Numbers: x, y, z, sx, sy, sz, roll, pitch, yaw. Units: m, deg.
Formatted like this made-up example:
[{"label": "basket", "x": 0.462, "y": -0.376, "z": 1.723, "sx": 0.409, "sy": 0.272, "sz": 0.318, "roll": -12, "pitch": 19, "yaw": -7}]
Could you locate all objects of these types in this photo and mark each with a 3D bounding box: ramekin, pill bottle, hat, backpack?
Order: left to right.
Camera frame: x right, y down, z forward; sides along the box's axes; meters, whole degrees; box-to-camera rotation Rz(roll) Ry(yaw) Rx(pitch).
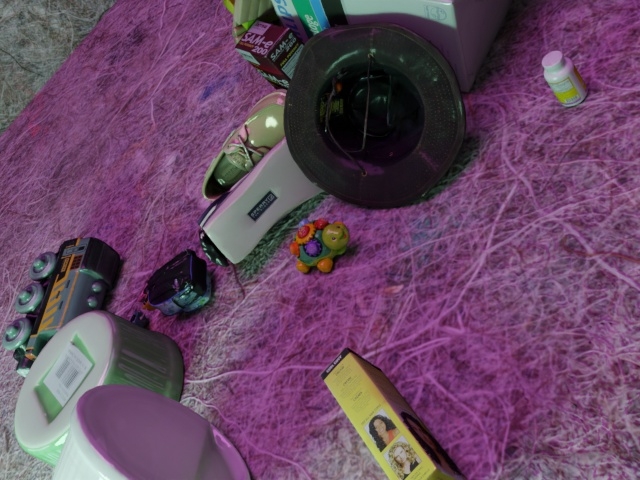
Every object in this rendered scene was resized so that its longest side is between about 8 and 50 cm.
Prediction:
[{"label": "ramekin", "x": -0.407, "y": 0.274, "z": 1.299, "sx": 0.303, "sy": 0.148, "sz": 0.303, "roll": -26, "pitch": 43, "yaw": 27}, {"label": "ramekin", "x": -0.243, "y": 0.332, "z": 1.010, "sx": 0.127, "sy": 0.273, "sz": 0.273, "roll": -59, "pitch": 37, "yaw": 7}, {"label": "backpack", "x": -0.266, "y": 0.089, "z": 1.370, "sx": 0.114, "sy": 0.084, "sz": 0.105, "roll": -30, "pitch": 43, "yaw": 17}, {"label": "hat", "x": 0.104, "y": -0.210, "z": 1.209, "sx": 0.331, "sy": 0.134, "sz": 0.331, "roll": 9, "pitch": 108, "yaw": 31}, {"label": "pill bottle", "x": 0.352, "y": -0.235, "z": 1.043, "sx": 0.043, "sy": 0.083, "sz": 0.043, "roll": -25, "pitch": 44, "yaw": 27}]

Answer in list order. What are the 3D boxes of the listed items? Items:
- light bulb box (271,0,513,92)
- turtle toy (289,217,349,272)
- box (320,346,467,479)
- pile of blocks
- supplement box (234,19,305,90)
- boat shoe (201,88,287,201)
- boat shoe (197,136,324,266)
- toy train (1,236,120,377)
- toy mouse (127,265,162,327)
[{"label": "light bulb box", "x": 0.147, "y": -0.492, "z": 1.259, "sx": 0.361, "sy": 0.225, "sz": 0.358, "roll": 19, "pitch": 71, "yaw": 26}, {"label": "turtle toy", "x": 0.000, "y": 0.000, "z": 1.201, "sx": 0.130, "sy": 0.066, "sz": 0.095, "roll": -3, "pitch": 57, "yaw": 43}, {"label": "box", "x": 0.089, "y": 0.234, "z": 0.903, "sx": 0.058, "sy": 0.087, "sz": 0.232, "roll": -48, "pitch": 39, "yaw": 5}, {"label": "pile of blocks", "x": -0.119, "y": -0.429, "z": 1.434, "sx": 0.149, "sy": 0.362, "sz": 0.112, "roll": -37, "pitch": 68, "yaw": -5}, {"label": "supplement box", "x": -0.035, "y": -0.299, "z": 1.347, "sx": 0.073, "sy": 0.239, "sz": 0.130, "roll": -52, "pitch": 38, "yaw": -4}, {"label": "boat shoe", "x": -0.135, "y": -0.171, "z": 1.387, "sx": 0.302, "sy": 0.109, "sz": 0.098, "roll": -38, "pitch": 12, "yaw": 43}, {"label": "boat shoe", "x": -0.098, "y": -0.103, "z": 1.347, "sx": 0.340, "sy": 0.127, "sz": 0.158, "roll": -41, "pitch": 21, "yaw": -6}, {"label": "toy train", "x": -0.564, "y": 0.140, "z": 1.585, "sx": 0.190, "sy": 0.142, "sz": 0.334, "roll": -13, "pitch": 50, "yaw": 25}, {"label": "toy mouse", "x": -0.352, "y": 0.131, "z": 1.454, "sx": 0.143, "sy": 0.031, "sz": 0.161, "roll": -44, "pitch": 26, "yaw": 42}]
